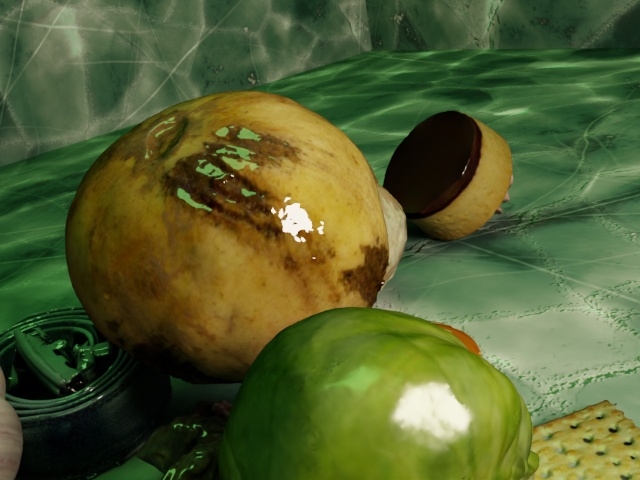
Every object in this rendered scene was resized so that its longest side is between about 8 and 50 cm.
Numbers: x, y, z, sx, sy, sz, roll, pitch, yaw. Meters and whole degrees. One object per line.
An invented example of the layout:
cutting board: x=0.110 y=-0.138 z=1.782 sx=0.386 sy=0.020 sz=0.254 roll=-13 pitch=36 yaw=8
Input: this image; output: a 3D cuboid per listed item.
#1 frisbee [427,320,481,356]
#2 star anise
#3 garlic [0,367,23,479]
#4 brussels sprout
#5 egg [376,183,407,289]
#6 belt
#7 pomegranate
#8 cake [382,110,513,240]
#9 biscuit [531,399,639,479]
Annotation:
frisbee: x=0.085 y=0.132 z=0.864 sx=0.192 sy=0.035 sz=0.192 roll=-9 pitch=21 yaw=3
star anise: x=-0.081 y=0.197 z=0.726 sx=0.196 sy=0.073 sz=0.212 roll=-4 pitch=20 yaw=9
garlic: x=-0.404 y=0.185 z=0.684 sx=0.256 sy=0.207 sz=0.207 roll=18 pitch=18 yaw=-13
brussels sprout: x=0.053 y=0.163 z=0.561 sx=0.271 sy=0.220 sz=0.210 roll=13 pitch=8 yaw=-41
egg: x=0.000 y=0.000 z=1.006 sx=0.245 sy=0.203 sz=0.203 roll=-16 pitch=22 yaw=-18
belt: x=-0.296 y=0.158 z=0.862 sx=0.267 sy=0.116 sz=0.206 roll=12 pitch=35 yaw=39
pomegranate: x=-0.090 y=-0.003 z=0.773 sx=0.322 sy=0.322 sz=0.322 roll=-9 pitch=22 yaw=4
cake: x=0.218 y=-0.082 z=1.194 sx=0.185 sy=0.178 sz=0.208 roll=-17 pitch=46 yaw=44
biscuit: x=0.249 y=0.211 z=0.613 sx=0.139 sy=0.016 sz=0.231 roll=-16 pitch=22 yaw=-12
